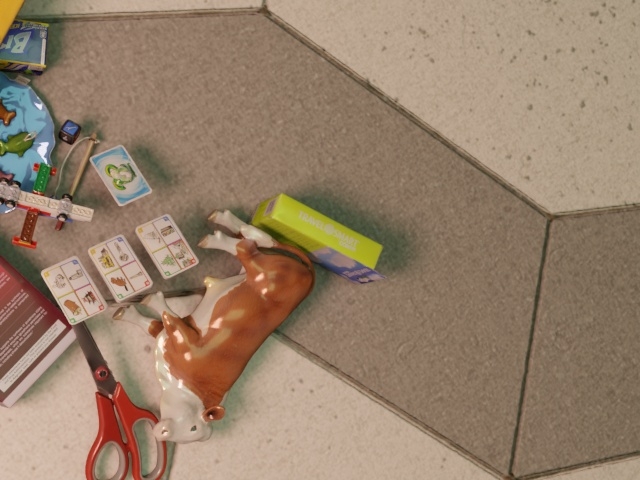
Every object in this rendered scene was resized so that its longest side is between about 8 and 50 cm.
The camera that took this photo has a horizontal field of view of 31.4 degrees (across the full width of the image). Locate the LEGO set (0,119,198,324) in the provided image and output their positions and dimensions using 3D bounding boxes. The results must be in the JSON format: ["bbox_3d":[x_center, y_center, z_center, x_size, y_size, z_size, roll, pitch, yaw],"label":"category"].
[{"bbox_3d":[-0.290,-0.027,1.394,0.182,0.060,0.244,-28,77,-30],"label":"LEGO set"}]

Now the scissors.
[{"bbox_3d":[-0.258,0.176,1.415,0.109,0.021,0.297,-14,105,-26],"label":"scissors"}]

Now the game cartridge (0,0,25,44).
[{"bbox_3d":[-0.470,-0.313,1.258,0.285,0.053,0.323,31,79,-25],"label":"game cartridge"}]

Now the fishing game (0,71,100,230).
[{"bbox_3d":[-0.418,-0.124,1.416,0.264,0.041,0.189,23,80,-16],"label":"fishing game"}]

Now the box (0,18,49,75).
[{"bbox_3d":[-0.427,-0.248,1.417,0.169,0.054,0.059,5,83,-21],"label":"box"}]

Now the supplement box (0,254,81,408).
[{"bbox_3d":[-0.424,0.077,1.376,0.239,0.073,0.130,46,70,-12],"label":"supplement box"}]

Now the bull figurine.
[{"bbox_3d":[-0.141,0.109,1.462,0.188,0.101,0.310,47,69,-17],"label":"bull figurine"}]

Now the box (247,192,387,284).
[{"bbox_3d":[0.000,0.000,1.525,0.178,0.109,0.042,28,74,-16],"label":"box"}]
